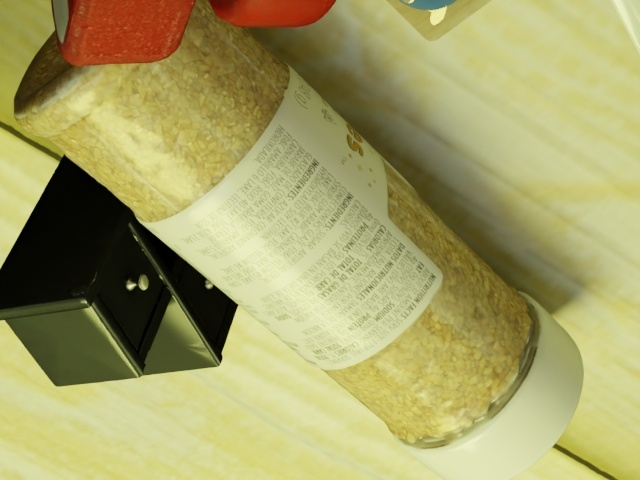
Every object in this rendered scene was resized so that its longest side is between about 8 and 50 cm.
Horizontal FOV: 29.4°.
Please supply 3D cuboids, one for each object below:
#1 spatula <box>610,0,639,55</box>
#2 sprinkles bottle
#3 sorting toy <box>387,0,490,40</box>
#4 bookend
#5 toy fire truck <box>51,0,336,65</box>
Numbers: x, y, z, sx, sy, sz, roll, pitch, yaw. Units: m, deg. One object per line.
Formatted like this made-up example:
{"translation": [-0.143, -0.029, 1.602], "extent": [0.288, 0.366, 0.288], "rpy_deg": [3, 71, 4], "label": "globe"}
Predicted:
{"translation": [0.185, -0.156, 0.567], "extent": [0.168, 0.019, 0.242], "rpy_deg": [-23, 124, 26], "label": "spatula"}
{"translation": [0.000, 0.000, 0.683], "extent": [0.121, 0.121, 0.355], "rpy_deg": [-28, 122, 35], "label": "sprinkles bottle"}
{"translation": [0.053, -0.165, 0.548], "extent": [0.132, 0.046, 0.274], "rpy_deg": [42, 135, -17], "label": "sorting toy"}
{"translation": [-0.108, 0.037, 0.732], "extent": [0.072, 0.157, 0.156], "rpy_deg": [-9, 129, 24], "label": "bookend"}
{"translation": [-0.062, -0.214, 0.373], "extent": [0.169, 0.302, 0.254], "rpy_deg": [-1, 161, -20], "label": "toy fire truck"}
